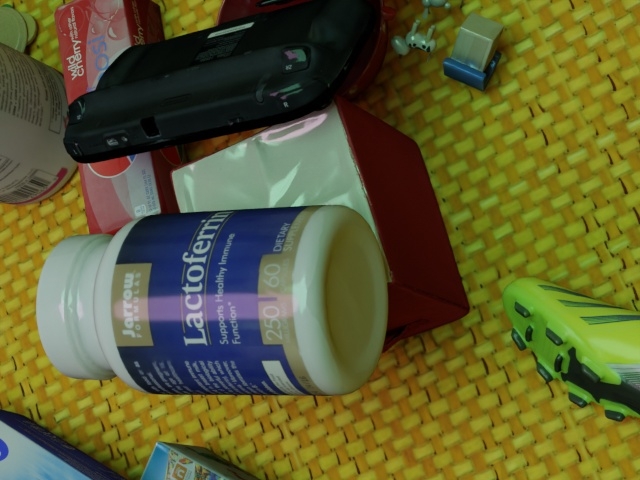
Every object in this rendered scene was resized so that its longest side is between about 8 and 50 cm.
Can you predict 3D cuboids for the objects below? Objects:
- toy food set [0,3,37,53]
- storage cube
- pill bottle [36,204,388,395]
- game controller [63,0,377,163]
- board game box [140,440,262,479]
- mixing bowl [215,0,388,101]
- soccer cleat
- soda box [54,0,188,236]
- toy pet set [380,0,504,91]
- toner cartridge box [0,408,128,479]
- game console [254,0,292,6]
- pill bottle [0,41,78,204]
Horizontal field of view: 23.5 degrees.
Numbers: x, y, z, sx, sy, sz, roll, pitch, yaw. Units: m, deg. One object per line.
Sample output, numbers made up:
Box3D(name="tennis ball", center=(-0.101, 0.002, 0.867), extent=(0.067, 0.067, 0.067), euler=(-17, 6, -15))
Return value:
Box3D(name="toy food set", center=(-0.363, -0.227, 1.742), extent=(0.082, 0.020, 0.083), euler=(24, 91, 28))
Box3D(name="storage cube", center=(0.000, 0.000, 1.428), extent=(0.183, 0.193, 0.215), euler=(-23, 72, 20))
Box3D(name="pill bottle", center=(-0.091, 0.052, 1.268), extent=(0.264, 0.153, 0.153), euler=(-3, 79, 25))
Box3D(name="game controller", center=(-0.097, -0.150, 1.425), extent=(0.319, 0.166, 0.067), euler=(-8, 120, 36))
Box3D(name="board game box", center=(-0.060, 0.353, 1.442), extent=(0.303, 0.097, 0.224), euler=(24, 91, 29))
Box3D(name="mixing bowl", center=(-0.002, -0.197, 1.520), extent=(0.181, 0.098, 0.182), euler=(-6, 77, 25))
Box3D(name="soccer cleat", center=(0.291, 0.100, 1.344), extent=(0.289, 0.093, 0.121), euler=(29, 63, 31))
Box3D(name="soda box", center=(-0.204, -0.130, 1.612), extent=(0.092, 0.083, 0.263), euler=(-19, 73, 21))
Box3D(name="toy pet set", center=(0.117, -0.195, 1.478), extent=(0.114, 0.122, 0.065), euler=(25, 128, 10))
Box3D(name="toner cartridge box", center=(-0.270, 0.284, 1.493), extent=(0.347, 0.075, 0.165), euler=(17, 85, 51))
Box3D(name="game console", center=(0.001, -0.263, 1.431), extent=(0.122, 0.071, 0.107), euler=(-12, 69, 15))
Box3D(name="pill bottle", center=(-0.380, -0.140, 1.585), extent=(0.160, 0.283, 0.160), euler=(-5, 77, 24))
